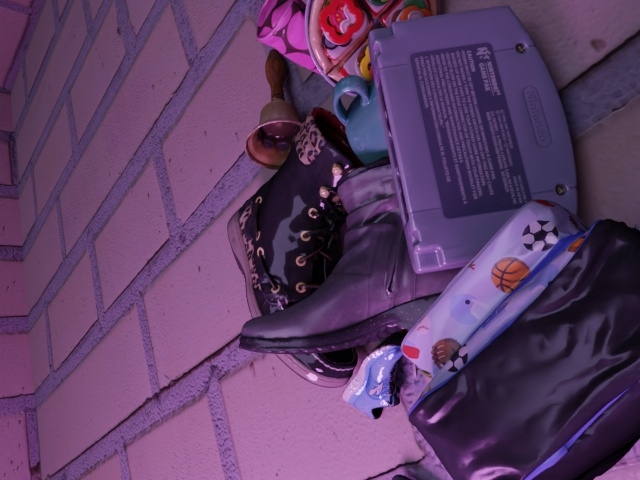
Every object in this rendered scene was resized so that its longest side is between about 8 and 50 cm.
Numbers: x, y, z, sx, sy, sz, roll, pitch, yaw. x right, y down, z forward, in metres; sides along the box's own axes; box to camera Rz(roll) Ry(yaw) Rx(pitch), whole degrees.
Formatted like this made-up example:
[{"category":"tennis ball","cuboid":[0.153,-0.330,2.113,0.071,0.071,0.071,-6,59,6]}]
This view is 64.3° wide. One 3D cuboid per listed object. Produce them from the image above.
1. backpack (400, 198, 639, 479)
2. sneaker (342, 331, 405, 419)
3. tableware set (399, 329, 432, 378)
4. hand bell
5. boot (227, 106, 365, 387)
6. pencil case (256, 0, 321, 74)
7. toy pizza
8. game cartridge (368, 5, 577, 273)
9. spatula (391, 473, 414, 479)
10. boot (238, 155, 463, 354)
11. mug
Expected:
[{"category":"backpack","cuboid":[0.223,0.103,0.449,0.277,0.263,0.213,-50,48,25]},{"category":"sneaker","cuboid":[0.093,0.195,0.723,0.073,0.063,0.162,40,132,21]},{"category":"tableware set","cuboid":[0.171,0.132,0.671,0.154,0.024,0.104,-13,76,45]},{"category":"hand bell","cuboid":[-0.080,-0.263,0.939,0.126,0.126,0.242,-35,49,38]},{"category":"boot","cuboid":[0.000,0.000,0.790,0.284,0.138,0.378,-53,46,29]},{"category":"pencil case","cuboid":[0.007,-0.294,0.752,0.095,0.209,0.098,-16,66,45]},{"category":"toy pizza","cuboid":[0.077,-0.294,0.687,0.201,0.201,0.032,-68,27,17]},{"category":"game cartridge","cuboid":[0.176,-0.121,0.584,0.062,0.197,0.298,103,159,-76]},{"category":"spatula","cuboid":[0.204,0.361,0.607,0.296,0.030,0.084,14,98,46]},{"category":"boot","cuboid":[0.045,0.022,0.663,0.337,0.118,0.223,-13,77,10]},{"category":"mug","cuboid":[0.089,-0.164,0.697,0.158,0.129,0.097,47,140,-8]}]
